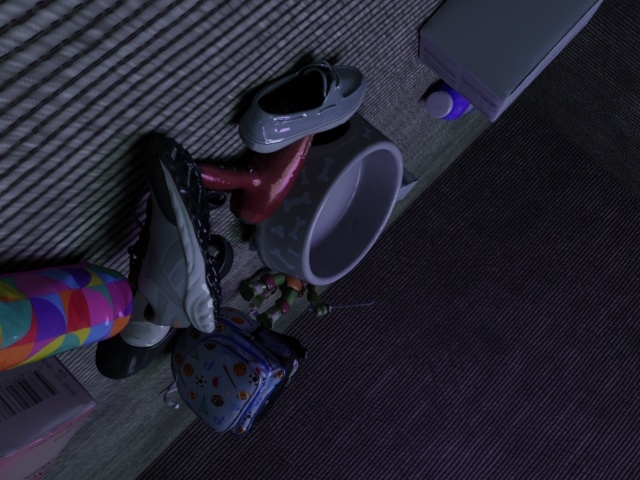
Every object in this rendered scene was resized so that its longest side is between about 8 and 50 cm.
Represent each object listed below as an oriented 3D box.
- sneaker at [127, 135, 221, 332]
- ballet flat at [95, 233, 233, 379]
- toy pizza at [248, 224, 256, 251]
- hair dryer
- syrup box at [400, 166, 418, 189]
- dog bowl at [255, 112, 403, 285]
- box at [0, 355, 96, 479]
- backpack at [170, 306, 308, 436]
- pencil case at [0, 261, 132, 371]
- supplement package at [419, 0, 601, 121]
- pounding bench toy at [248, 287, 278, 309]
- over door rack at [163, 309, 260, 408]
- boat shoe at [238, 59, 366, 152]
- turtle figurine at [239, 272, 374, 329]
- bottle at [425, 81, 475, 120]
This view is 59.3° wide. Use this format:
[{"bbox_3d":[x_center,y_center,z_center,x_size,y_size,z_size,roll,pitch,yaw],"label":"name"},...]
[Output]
[{"bbox_3d":[-0.178,0.009,0.654,0.100,0.108,0.271,-98,-172,-52],"label":"sneaker"},{"bbox_3d":[-0.239,0.087,0.866,0.280,0.095,0.096,-52,179,-27],"label":"ballet flat"},{"bbox_3d":[-0.078,-0.056,1.138,0.201,0.032,0.201,-45,176,-4],"label":"toy pizza"},{"bbox_3d":[-0.109,-0.077,0.783,0.293,0.080,0.223,-44,170,-17],"label":"hair dryer"},{"bbox_3d":[0.217,-0.172,1.773,0.096,0.093,0.237,-51,170,27],"label":"syrup box"},{"bbox_3d":[0.032,-0.067,1.080,0.349,0.102,0.348,-41,148,-32],"label":"dog bowl"},{"bbox_3d":[-0.414,0.255,0.689,0.232,0.127,0.149,-50,170,21],"label":"box"},{"bbox_3d":[-0.218,0.295,1.313,0.276,0.263,0.213,-56,162,11],"label":"backpack"},{"bbox_3d":[-0.291,0.073,0.567,0.104,0.104,0.236,-48,171,8],"label":"pencil case"},{"bbox_3d":[0.345,-0.398,1.046,0.262,0.204,0.145,-47,172,4],"label":"supplement package"},{"bbox_3d":[-0.165,0.151,1.577,0.065,0.052,0.083,-38,168,-43],"label":"pounding bench toy"},{"bbox_3d":[-0.304,0.370,1.723,0.239,0.108,0.324,-50,170,27],"label":"over door rack"},{"bbox_3d":[-0.008,-0.191,0.746,0.228,0.079,0.081,-36,171,-34],"label":"boat shoe"},{"bbox_3d":[-0.052,0.103,1.455,0.266,0.275,0.197,-33,127,-36],"label":"turtle figurine"},{"bbox_3d":[0.362,-0.384,1.518,0.283,0.092,0.118,-34,161,-53],"label":"bottle"}]
